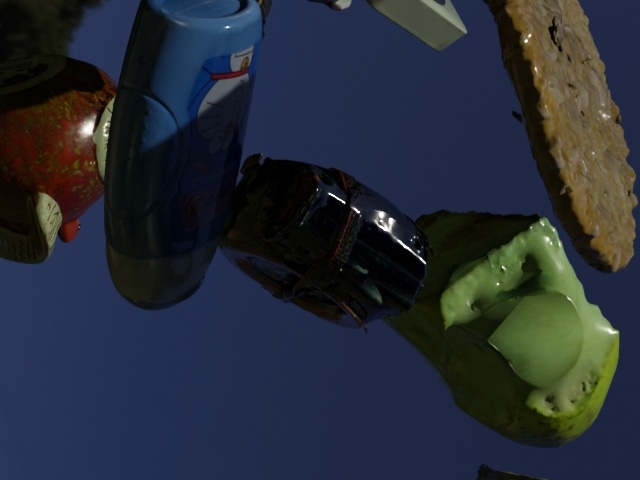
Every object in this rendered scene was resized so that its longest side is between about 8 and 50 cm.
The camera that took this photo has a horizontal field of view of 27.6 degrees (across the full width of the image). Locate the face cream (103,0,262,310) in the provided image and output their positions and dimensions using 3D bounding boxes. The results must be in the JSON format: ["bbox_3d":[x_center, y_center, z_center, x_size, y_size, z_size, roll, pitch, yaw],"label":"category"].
[{"bbox_3d":[-0.113,-0.062,1.013,0.083,0.149,0.264,25,-59,22],"label":"face cream"}]

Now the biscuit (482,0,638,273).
[{"bbox_3d":[0.130,-0.085,0.701,0.033,0.220,0.220,-16,-120,21],"label":"biscuit"}]

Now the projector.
[{"bbox_3d":[0.071,-0.375,1.608,0.079,0.259,0.257,-35,-108,18],"label":"projector"}]

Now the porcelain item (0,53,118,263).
[{"bbox_3d":[-0.323,-0.089,1.506,0.253,0.253,0.253,-23,-123,42],"label":"porcelain item"}]

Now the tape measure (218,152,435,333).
[{"bbox_3d":[0.000,0.000,1.326,0.223,0.202,0.135,1,-118,59],"label":"tape measure"}]

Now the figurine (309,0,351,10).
[{"bbox_3d":[0.108,-0.387,1.300,0.340,0.231,0.324,-26,-147,26],"label":"figurine"}]

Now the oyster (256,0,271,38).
[{"bbox_3d":[-0.109,-0.306,1.513,0.128,0.078,0.345,16,-66,48],"label":"oyster"}]

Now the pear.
[{"bbox_3d":[0.202,0.116,1.498,0.176,0.282,0.286,-40,-164,-15],"label":"pear"}]

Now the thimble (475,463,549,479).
[{"bbox_3d":[0.192,0.341,1.157,0.271,0.150,0.271,10,90,-86],"label":"thimble"}]
